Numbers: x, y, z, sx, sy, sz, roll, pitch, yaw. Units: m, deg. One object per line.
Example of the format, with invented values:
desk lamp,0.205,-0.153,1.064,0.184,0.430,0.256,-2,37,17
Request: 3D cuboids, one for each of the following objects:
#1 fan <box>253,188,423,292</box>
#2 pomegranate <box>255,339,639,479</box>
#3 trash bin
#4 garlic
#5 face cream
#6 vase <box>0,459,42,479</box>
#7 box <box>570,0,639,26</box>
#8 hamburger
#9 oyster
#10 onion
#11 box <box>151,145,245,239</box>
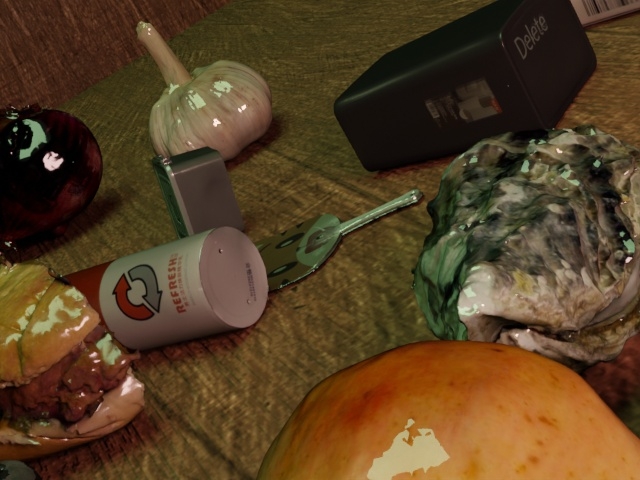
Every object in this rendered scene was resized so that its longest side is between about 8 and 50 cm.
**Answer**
fan,0.000,0.000,1.080,0.226,0.008,0.152,-25,21,15
pomegranate,0.056,0.138,0.457,0.191,0.191,0.191,-26,21,10
trash bin,0.147,-0.167,1.131,0.225,0.115,0.165,-13,25,41
garlic,-0.180,-0.221,1.531,0.199,0.226,0.199,-30,16,9
face cream,-0.163,0.056,1.038,0.214,0.096,0.096,-16,25,34
vase,-0.227,0.222,0.791,0.059,0.059,0.167,-33,21,-9
box,0.416,-0.376,1.324,0.200,0.065,0.343,-11,27,41
hamburger,-0.285,0.118,0.977,0.245,0.155,0.282,-35,25,-4
oyster,0.139,0.008,0.709,0.162,0.158,0.351,-58,-6,24
onion,-0.450,-0.099,1.627,0.281,0.221,0.281,-16,53,23
box,-0.138,-0.048,1.229,0.069,0.122,0.084,-23,19,-16
